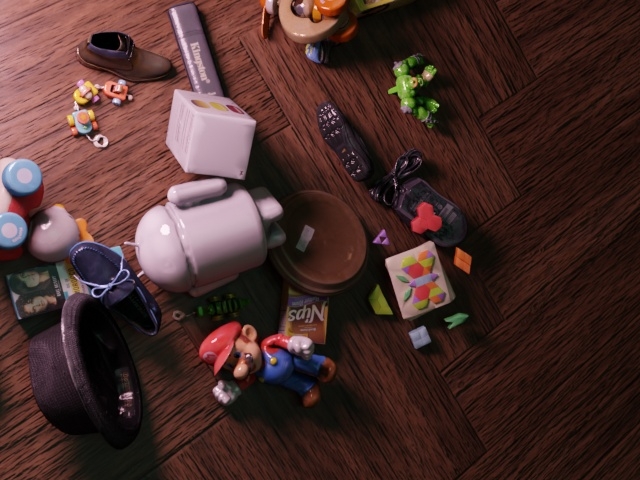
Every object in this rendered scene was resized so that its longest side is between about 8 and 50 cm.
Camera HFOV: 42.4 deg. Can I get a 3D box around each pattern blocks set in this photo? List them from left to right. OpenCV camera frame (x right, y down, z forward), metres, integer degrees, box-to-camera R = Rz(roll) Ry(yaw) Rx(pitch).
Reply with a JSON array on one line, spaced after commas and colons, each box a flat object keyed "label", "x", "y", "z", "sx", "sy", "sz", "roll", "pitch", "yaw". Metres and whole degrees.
[{"label": "pattern blocks set", "x": 0.253, "y": 0.099, "z": 2.090, "sx": 0.285, "sy": 0.026, "sz": 0.325, "roll": -35, "pitch": 103, "yaw": -5}]

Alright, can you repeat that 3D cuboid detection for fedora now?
[{"label": "fedora", "x": -0.497, "y": 0.282, "z": 1.695, "sx": 0.153, "sy": 0.334, "sz": 0.334, "roll": -19, "pitch": 92, "yaw": 6}]

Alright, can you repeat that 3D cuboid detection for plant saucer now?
[{"label": "plant saucer", "x": 0.000, "y": 0.000, "z": 1.997, "sx": 0.278, "sy": 0.041, "sz": 0.277, "roll": 9, "pitch": 66, "yaw": -22}]

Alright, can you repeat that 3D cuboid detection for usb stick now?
[{"label": "usb stick", "x": -0.290, "y": -0.428, "z": 1.955, "sx": 0.077, "sy": 0.045, "sz": 0.278, "roll": -18, "pitch": 91, "yaw": -23}]

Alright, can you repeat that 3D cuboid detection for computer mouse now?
[{"label": "computer mouse", "x": 0.268, "y": -0.089, "z": 2.148, "sx": 0.272, "sy": 0.072, "sz": 0.188, "roll": 45, "pitch": 74, "yaw": -1}]

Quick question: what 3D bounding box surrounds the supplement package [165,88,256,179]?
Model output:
[{"label": "supplement package", "x": -0.246, "y": -0.238, "z": 1.826, "sx": 0.139, "sy": 0.244, "sz": 0.133, "roll": 5, "pitch": 109, "yaw": -23}]

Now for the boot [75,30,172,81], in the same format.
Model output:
[{"label": "boot", "x": -0.433, "y": -0.414, "z": 1.858, "sx": 0.219, "sy": 0.106, "sz": 0.082, "roll": 4, "pitch": 82, "yaw": -23}]

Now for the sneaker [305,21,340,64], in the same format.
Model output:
[{"label": "sneaker", "x": 0.022, "y": -0.533, "z": 2.099, "sx": 0.078, "sy": 0.067, "sz": 0.188, "roll": 27, "pitch": 76, "yaw": -32}]

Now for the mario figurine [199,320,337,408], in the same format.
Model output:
[{"label": "mario figurine", "x": -0.125, "y": 0.299, "z": 1.875, "sx": 0.321, "sy": 0.170, "sz": 0.198, "roll": 21, "pitch": 78, "yaw": -21}]

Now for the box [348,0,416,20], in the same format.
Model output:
[{"label": "box", "x": 0.170, "y": -0.638, "z": 2.159, "sx": 0.232, "sy": 0.087, "sz": 0.058, "roll": -25, "pitch": 92, "yaw": -23}]

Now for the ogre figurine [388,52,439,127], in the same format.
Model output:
[{"label": "ogre figurine", "x": 0.247, "y": -0.395, "z": 2.162, "sx": 0.118, "sy": 0.097, "sz": 0.197, "roll": -5, "pitch": 101, "yaw": -41}]

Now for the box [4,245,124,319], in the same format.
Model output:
[{"label": "box", "x": -0.541, "y": 0.090, "z": 1.777, "sx": 0.244, "sy": 0.060, "sz": 0.100, "roll": -16, "pitch": 90, "yaw": -25}]

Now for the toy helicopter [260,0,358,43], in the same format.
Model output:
[{"label": "toy helicopter", "x": -0.051, "y": -0.636, "z": 2.035, "sx": 0.235, "sy": 0.140, "sz": 0.355, "roll": -13, "pitch": 67, "yaw": 9}]

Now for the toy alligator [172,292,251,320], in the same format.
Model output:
[{"label": "toy alligator", "x": -0.244, "y": 0.158, "z": 1.902, "sx": 0.190, "sy": 0.051, "sz": 0.056, "roll": -10, "pitch": 87, "yaw": -24}]

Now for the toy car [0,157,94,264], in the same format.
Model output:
[{"label": "toy car", "x": -0.579, "y": -0.042, "z": 1.707, "sx": 0.238, "sy": 0.219, "sz": 0.210, "roll": 20, "pitch": 75, "yaw": -35}]

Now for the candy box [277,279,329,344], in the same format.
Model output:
[{"label": "candy box", "x": -0.038, "y": 0.154, "z": 1.992, "sx": 0.109, "sy": 0.053, "sz": 0.186, "roll": 8, "pitch": 82, "yaw": -23}]

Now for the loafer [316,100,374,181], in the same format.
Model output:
[{"label": "loafer", "x": 0.064, "y": -0.250, "z": 2.080, "sx": 0.223, "sy": 0.076, "sz": 0.078, "roll": 59, "pitch": 31, "yaw": 0}]

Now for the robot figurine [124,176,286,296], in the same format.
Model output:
[{"label": "robot figurine", "x": -0.256, "y": -0.005, "z": 1.829, "sx": 0.353, "sy": 0.200, "sz": 0.300, "roll": -19, "pitch": 127, "yaw": -20}]

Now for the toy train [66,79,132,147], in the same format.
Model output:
[{"label": "toy train", "x": -0.496, "y": -0.300, "z": 1.850, "sx": 0.125, "sy": 0.046, "sz": 0.166, "roll": 21, "pitch": 75, "yaw": -19}]

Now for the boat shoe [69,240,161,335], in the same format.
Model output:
[{"label": "boat shoe", "x": -0.416, "y": 0.100, "z": 1.733, "sx": 0.109, "sy": 0.089, "sz": 0.258, "roll": -43, "pitch": 119, "yaw": 5}]
